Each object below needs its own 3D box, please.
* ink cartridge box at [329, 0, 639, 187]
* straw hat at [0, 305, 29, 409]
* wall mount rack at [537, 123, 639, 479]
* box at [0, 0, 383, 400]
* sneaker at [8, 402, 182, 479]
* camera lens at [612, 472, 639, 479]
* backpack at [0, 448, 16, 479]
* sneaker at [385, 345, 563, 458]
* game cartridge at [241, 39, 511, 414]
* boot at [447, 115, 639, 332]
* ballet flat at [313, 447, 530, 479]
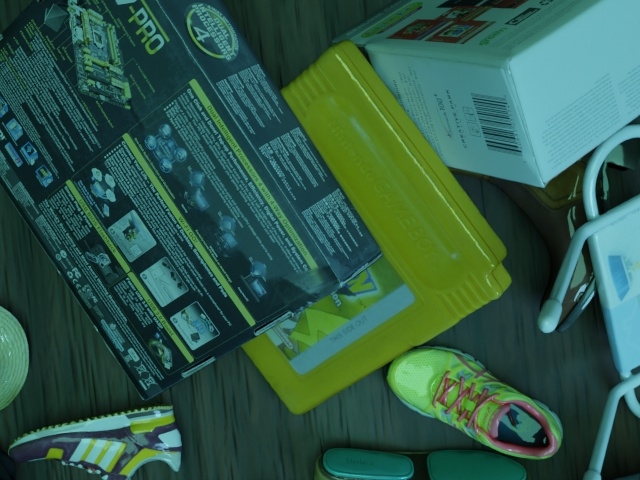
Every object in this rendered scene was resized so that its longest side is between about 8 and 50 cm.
[{"bbox_3d":[0.211,-0.200,1.229,0.309,0.272,0.130,-34,119,-24],"label":"ink cartridge box"},{"bbox_3d":[-0.372,0.138,1.331,0.144,0.061,0.144,-6,110,-18],"label":"straw hat"},{"bbox_3d":[0.320,0.077,1.235,0.304,0.130,0.350,-28,118,-18],"label":"wall mount rack"},{"bbox_3d":[-0.170,-0.069,1.252,0.318,0.097,0.395,-33,91,39],"label":"box"},{"bbox_3d":[-0.243,0.232,1.355,0.185,0.069,0.084,-12,86,2],"label":"sneaker"},{"bbox_3d":[0.419,0.337,1.275,0.274,0.219,0.219,-6,91,1],"label":"camera lens"},{"bbox_3d":[-0.514,0.364,1.288,0.290,0.273,0.355,26,107,-20],"label":"backpack"},{"bbox_3d":[0.169,0.173,1.336,0.208,0.094,0.081,23,93,1],"label":"sneaker"},{"bbox_3d":[0.000,0.000,1.266,0.324,0.053,0.285,-37,91,40],"label":"game cartridge"},{"bbox_3d":[0.181,-0.061,1.331,0.280,0.096,0.264,16,94,2],"label":"boot"},{"bbox_3d":[0.108,0.267,1.361,0.232,0.080,0.073,4,119,3],"label":"ballet flat"}]
